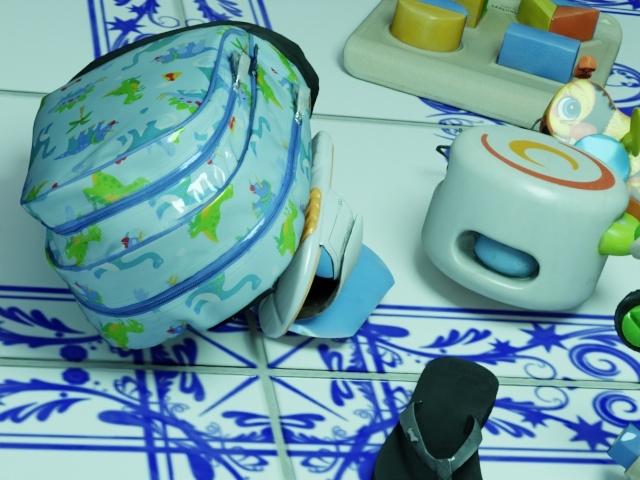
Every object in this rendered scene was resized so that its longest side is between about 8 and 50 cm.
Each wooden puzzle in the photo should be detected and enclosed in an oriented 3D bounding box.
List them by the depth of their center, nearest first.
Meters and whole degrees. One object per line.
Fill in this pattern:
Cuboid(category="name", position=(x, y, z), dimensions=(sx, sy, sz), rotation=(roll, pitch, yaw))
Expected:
Cuboid(category="wooden puzzle", position=(0.225, -0.274, 2.182), dimensions=(0.322, 0.080, 0.348), rotation=(18, 32, 9))

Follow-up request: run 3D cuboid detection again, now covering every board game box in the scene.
Cuboid(category="board game box", position=(-0.009, 0.049, 1.635), dimensions=(0.133, 0.033, 0.169), rotation=(26, 39, 13))

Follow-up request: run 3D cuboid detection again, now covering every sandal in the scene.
Cuboid(category="sandal", position=(0.103, 0.169, 1.457), dimensions=(0.097, 0.054, 0.254), rotation=(14, 32, 3))
Cuboid(category="sandal", position=(0.005, -0.007, 1.599), dimensions=(0.076, 0.102, 0.265), rotation=(26, 40, -14))

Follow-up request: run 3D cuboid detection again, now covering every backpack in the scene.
Cuboid(category="backpack", position=(-0.144, -0.056, 1.554), dimensions=(0.290, 0.273, 0.355), rotation=(-18, 46, 12))

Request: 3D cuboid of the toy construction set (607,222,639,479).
Cuboid(category="toy construction set", position=(0.424, 0.119, 1.474), dimensions=(0.309, 0.257, 0.237), rotation=(18, 23, 23))

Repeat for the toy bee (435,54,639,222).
Cuboid(category="toy bee", position=(0.309, -0.118, 1.855), dimensions=(0.298, 0.162, 0.195), rotation=(25, -12, -19))

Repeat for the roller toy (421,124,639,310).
Cuboid(category="roller toy", position=(0.205, -0.020, 1.709), dimensions=(0.191, 0.146, 0.209), rotation=(5, 25, -28))
